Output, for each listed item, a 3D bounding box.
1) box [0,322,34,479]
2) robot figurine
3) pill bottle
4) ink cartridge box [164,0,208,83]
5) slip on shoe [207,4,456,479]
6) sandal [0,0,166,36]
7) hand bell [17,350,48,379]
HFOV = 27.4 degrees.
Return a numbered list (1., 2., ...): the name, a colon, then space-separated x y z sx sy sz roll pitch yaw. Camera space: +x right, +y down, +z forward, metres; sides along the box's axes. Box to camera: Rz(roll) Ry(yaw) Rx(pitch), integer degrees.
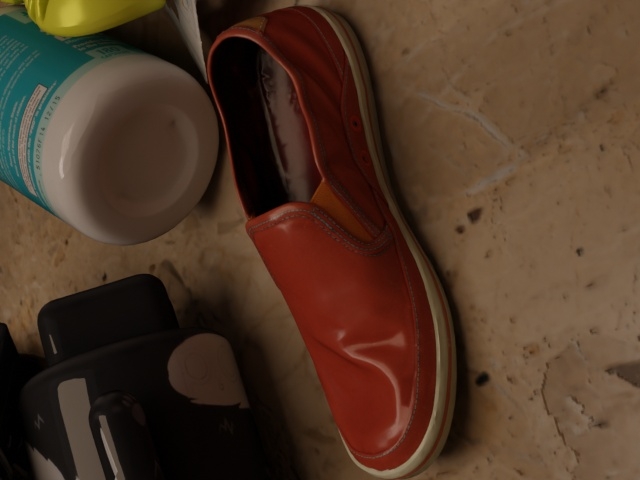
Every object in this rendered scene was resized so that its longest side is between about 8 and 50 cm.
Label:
1. box: -0.319 0.284 1.001 0.312 0.178 0.343 84 -172 -53
2. robot figurine: -0.130 0.172 0.979 0.173 0.209 0.278 -27 74 32
3. pill bottle: -0.212 -0.105 1.059 0.264 0.146 0.146 28 115 42
4. ink cartridge box: -0.106 -0.261 0.949 0.232 0.066 0.189 77 167 -51
5. slip on shoe: 0.000 0.000 0.875 0.123 0.101 0.331 -23 79 45
6. sandal: -0.226 -0.256 1.041 0.317 0.126 0.138 22 129 50
7. hand bell: -0.340 0.108 1.274 0.242 0.126 0.126 40 123 51
